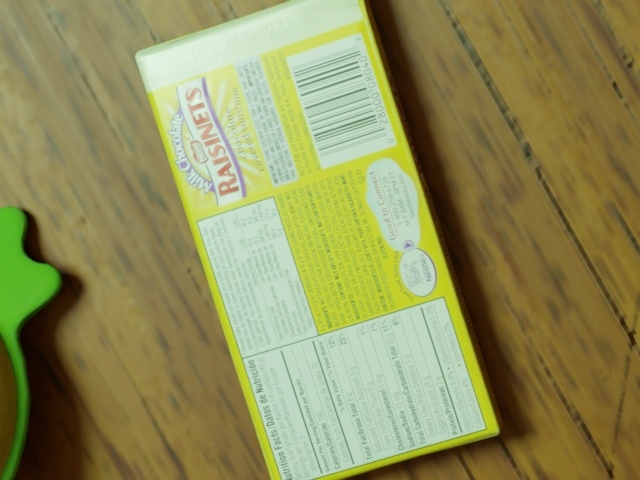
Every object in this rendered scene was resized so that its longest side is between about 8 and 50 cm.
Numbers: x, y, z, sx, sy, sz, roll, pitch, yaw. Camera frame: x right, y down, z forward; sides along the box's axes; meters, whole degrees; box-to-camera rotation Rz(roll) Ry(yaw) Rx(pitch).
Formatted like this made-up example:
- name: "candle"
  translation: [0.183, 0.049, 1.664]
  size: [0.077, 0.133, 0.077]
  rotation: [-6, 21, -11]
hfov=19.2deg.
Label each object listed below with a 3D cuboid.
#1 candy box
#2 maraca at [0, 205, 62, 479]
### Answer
- name: "candy box"
  translation: [0.000, 0.000, 0.827]
  size: [0.105, 0.027, 0.206]
  rotation: [-17, 92, 14]
- name: "maraca"
  translation: [-0.186, 0.063, 0.835]
  size: [0.127, 0.099, 0.186]
  rotation: [18, 73, 3]
